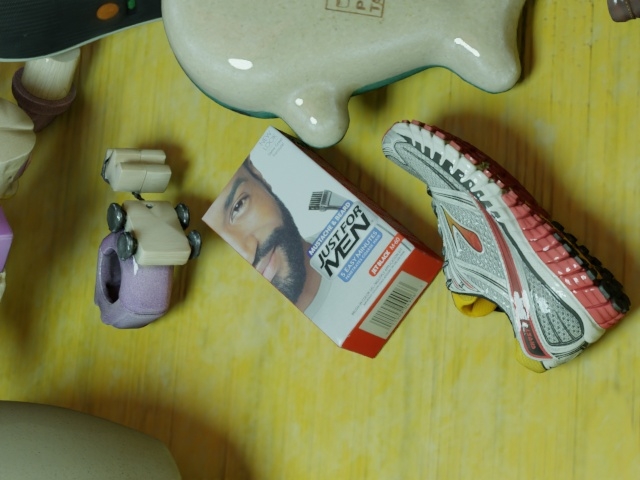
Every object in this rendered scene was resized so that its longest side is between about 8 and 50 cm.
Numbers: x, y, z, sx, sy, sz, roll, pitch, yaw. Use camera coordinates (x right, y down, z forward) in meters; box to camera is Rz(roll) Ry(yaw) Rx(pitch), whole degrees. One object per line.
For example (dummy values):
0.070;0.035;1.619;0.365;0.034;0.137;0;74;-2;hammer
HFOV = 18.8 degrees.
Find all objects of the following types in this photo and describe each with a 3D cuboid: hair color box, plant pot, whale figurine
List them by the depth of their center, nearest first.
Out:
-0.183;0.232;1.373;0.191;0.284;0.284;-16;63;-11;plant pot
0.000;0.000;1.434;0.167;0.053;0.093;41;99;34;hair color box
0.020;-0.167;1.446;0.272;0.141;0.216;6;78;7;whale figurine

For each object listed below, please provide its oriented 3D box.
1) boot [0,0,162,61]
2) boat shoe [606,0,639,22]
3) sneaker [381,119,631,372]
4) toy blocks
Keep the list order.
-0.220;-0.245;1.566;0.244;0.088;0.176;-16;59;-20;boot
0.208;-0.253;1.373;0.073;0.073;0.207;-21;65;22;boat shoe
0.109;-0.001;1.348;0.093;0.088;0.225;-48;57;12;sneaker
-0.306;0.005;1.551;0.289;0.309;0.260;65;144;40;toy blocks
